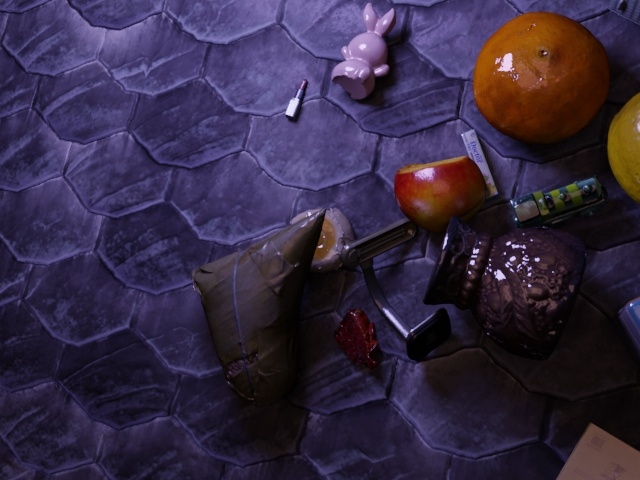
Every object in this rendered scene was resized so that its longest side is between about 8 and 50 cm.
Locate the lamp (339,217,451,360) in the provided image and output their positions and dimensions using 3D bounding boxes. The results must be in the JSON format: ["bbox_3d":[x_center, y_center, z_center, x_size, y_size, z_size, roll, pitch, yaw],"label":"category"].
[{"bbox_3d":[0.199,0.100,1.673,0.203,0.124,0.283,-33,69,-13],"label":"lamp"}]

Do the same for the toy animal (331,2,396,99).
[{"bbox_3d":[0.117,-0.444,1.783,0.124,0.124,0.212,24,79,18],"label":"toy animal"}]

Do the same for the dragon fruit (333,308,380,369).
[{"bbox_3d":[0.101,0.221,1.704,0.131,0.063,0.097,49,128,18],"label":"dragon fruit"}]

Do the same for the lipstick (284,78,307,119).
[{"bbox_3d":[-0.056,-0.349,1.852,0.025,0.025,0.107,18,81,18],"label":"lipstick"}]

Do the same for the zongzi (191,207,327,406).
[{"bbox_3d":[-0.083,0.160,1.652,0.393,0.174,0.355,-27,78,33],"label":"zongzi"}]

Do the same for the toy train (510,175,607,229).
[{"bbox_3d":[0.504,-0.076,1.587,0.200,0.132,0.083,-23,75,13],"label":"toy train"}]

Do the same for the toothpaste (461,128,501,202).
[{"bbox_3d":[0.361,-0.167,1.690,0.034,0.046,0.164,-21,76,15],"label":"toothpaste"}]

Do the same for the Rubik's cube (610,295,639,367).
[{"bbox_3d":[0.770,0.204,1.352,0.344,0.347,0.346,-29,75,9],"label":"Rubik's cube"}]

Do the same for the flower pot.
[{"bbox_3d":[0.360,0.079,1.518,0.267,0.266,0.266,20,86,10],"label":"flower pot"}]

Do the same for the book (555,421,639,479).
[{"bbox_3d":[0.576,0.495,1.530,0.168,0.013,0.192,31,90,19],"label":"book"}]

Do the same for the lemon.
[{"bbox_3d":[0.707,-0.183,1.476,0.293,0.293,0.292,-3,80,16],"label":"lemon"}]

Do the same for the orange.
[{"bbox_3d":[0.466,-0.345,1.598,0.284,0.226,0.283,-2,79,9],"label":"orange"}]

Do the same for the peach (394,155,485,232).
[{"bbox_3d":[0.255,-0.116,1.639,0.190,0.190,0.192,-42,73,6],"label":"peach"}]

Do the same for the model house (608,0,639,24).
[{"bbox_3d":[0.756,-0.526,1.558,0.224,0.198,0.215,35,108,17],"label":"model house"}]

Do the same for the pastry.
[{"bbox_3d":[0.000,0.000,1.744,0.166,0.088,0.165,-2,83,13],"label":"pastry"}]
